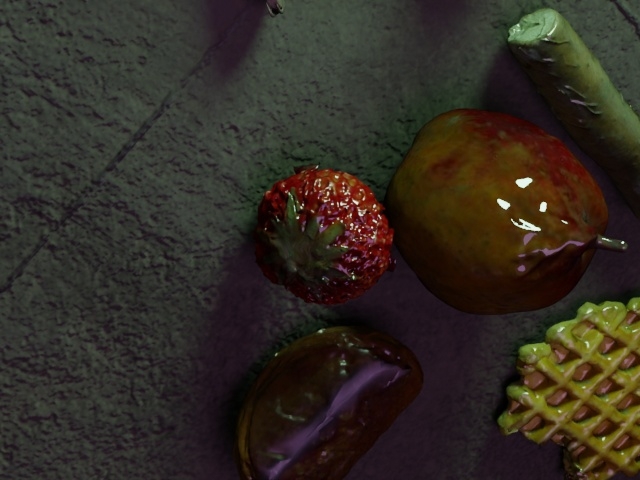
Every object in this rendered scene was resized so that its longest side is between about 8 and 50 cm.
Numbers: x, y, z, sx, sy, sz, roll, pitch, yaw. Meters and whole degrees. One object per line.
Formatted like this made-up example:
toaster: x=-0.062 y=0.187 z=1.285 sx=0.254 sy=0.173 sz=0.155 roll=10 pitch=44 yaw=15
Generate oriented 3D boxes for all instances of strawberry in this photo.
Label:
strawberry: x=0.000 y=0.000 z=1.704 sx=0.145 sy=0.086 sz=0.145 roll=7 pitch=113 yaw=18

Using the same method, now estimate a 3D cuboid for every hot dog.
hot dog: x=0.005 y=0.183 z=1.848 sx=0.227 sy=0.099 sz=0.160 roll=-41 pitch=129 yaw=1

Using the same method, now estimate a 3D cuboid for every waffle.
waffle: x=0.332 y=0.178 z=2.037 sx=0.291 sy=0.051 sz=0.291 roll=-12 pitch=122 yaw=-20

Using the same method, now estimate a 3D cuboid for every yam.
yam: x=0.288 y=-0.123 z=1.814 sx=0.071 sy=0.067 sz=0.317 roll=-11 pitch=139 yaw=34

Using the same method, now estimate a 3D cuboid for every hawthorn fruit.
hawthorn fruit: x=0.190 y=-0.024 z=1.715 sx=0.208 sy=0.248 sz=0.208 roll=-10 pitch=105 yaw=-39

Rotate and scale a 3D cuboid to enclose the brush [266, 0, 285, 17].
brush: x=-0.084 y=-0.323 z=1.516 sx=0.067 sy=0.072 sz=0.313 roll=-5 pitch=132 yaw=12
